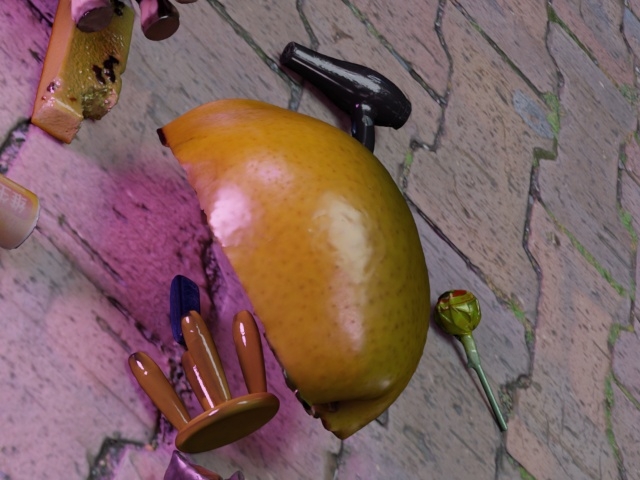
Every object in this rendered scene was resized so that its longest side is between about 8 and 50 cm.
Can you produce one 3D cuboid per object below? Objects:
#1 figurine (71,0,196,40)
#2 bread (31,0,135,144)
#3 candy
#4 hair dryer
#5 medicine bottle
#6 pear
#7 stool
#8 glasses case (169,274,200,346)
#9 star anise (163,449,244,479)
[{"bbox_3d":[-0.258,-0.395,1.795,0.306,0.241,0.412,14,46,-15],"label":"figurine"},{"bbox_3d":[-0.256,-0.191,1.799,0.088,0.049,0.226,36,37,-30],"label":"bread"},{"bbox_3d":[0.200,0.154,2.119,0.058,0.062,0.194,140,-71,-77],"label":"candy"},{"bbox_3d":[0.031,-0.146,2.156,0.195,0.075,0.219,25,49,-26],"label":"hair dryer"},{"bbox_3d":[-0.360,-0.065,1.519,0.218,0.074,0.074,33,38,-37],"label":"medicine bottle"},{"bbox_3d":[0.000,0.000,1.714,0.386,0.191,0.340,61,0,29],"label":"pear"},{"bbox_3d":[-0.111,0.140,1.635,0.135,0.134,0.110,100,-32,-68],"label":"stool"},{"bbox_3d":[-0.143,0.077,1.730,0.033,0.023,0.083,34,39,-41],"label":"glasses case"},{"bbox_3d":[-0.091,0.301,1.530,0.209,0.089,0.231,39,27,-5],"label":"star anise"}]
